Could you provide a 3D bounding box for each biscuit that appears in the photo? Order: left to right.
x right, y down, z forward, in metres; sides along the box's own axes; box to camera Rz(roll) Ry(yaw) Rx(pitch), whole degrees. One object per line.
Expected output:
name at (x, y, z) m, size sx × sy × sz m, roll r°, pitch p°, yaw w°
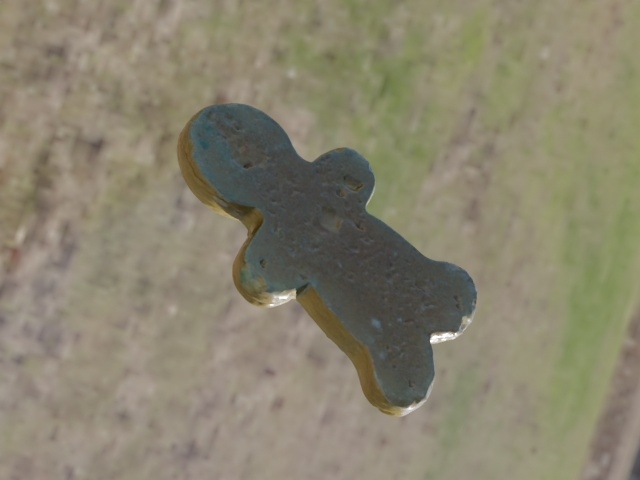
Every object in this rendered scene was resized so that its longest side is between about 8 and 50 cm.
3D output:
biscuit at (0.000, 0.000, 1.233) m, size 0.030 × 0.234 × 0.153 m, roll -44°, pitch -174°, yaw 45°
